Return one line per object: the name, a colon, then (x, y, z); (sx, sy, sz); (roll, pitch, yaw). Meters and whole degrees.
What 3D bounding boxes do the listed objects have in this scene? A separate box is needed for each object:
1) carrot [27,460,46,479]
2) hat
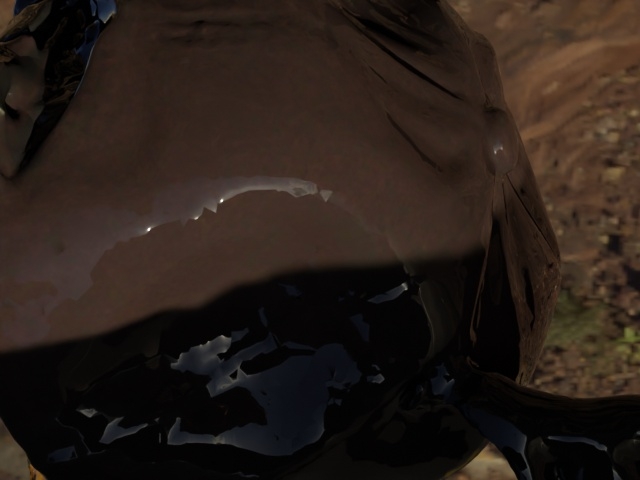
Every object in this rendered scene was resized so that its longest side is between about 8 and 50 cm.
carrot: (-0.147, 0.126, 0.796); (0.066, 0.066, 0.314); (-42, 57, 36)
hat: (0.029, 0.007, 0.476); (0.209, 0.336, 0.238); (-7, 61, 15)
